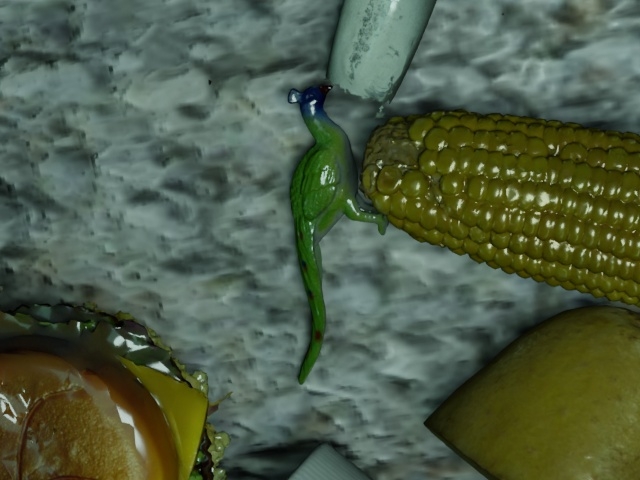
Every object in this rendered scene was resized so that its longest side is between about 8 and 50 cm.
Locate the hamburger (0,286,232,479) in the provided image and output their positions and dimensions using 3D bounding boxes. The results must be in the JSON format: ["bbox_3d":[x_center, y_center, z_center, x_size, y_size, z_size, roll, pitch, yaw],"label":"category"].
[{"bbox_3d":[-0.190,0.153,1.398,0.262,0.138,0.243,23,102,4],"label":"hamburger"}]

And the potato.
[{"bbox_3d":[0.182,0.121,1.316,0.178,0.203,0.158,37,90,3],"label":"potato"}]

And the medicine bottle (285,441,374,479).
[{"bbox_3d":[0.052,0.310,1.337,0.306,0.245,0.245,42,104,5],"label":"medicine bottle"}]

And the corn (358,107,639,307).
[{"bbox_3d":[0.185,-0.019,1.319,0.322,0.119,0.119,13,103,10],"label":"corn"}]

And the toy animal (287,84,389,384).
[{"bbox_3d":[0.017,-0.001,1.387,0.075,0.041,0.217,1,105,10],"label":"toy animal"}]

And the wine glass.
[{"bbox_3d":[0.065,-0.211,1.322,0.074,0.074,0.262,21,105,4],"label":"wine glass"}]
